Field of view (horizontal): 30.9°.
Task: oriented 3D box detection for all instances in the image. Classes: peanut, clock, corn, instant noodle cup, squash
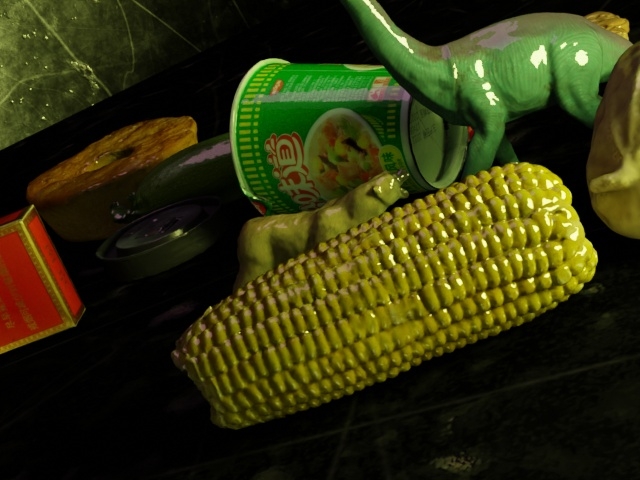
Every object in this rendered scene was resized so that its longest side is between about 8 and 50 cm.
[{"bbox_3d":[0.329,-0.118,1.025,0.143,0.159,0.291,19,38,28],"label":"peanut"},{"bbox_3d":[-0.209,-0.002,1.553,0.184,0.040,0.184,-20,18,7],"label":"clock"},{"bbox_3d":[0.050,0.048,0.935,0.344,0.131,0.131,-25,17,1],"label":"corn"},{"bbox_3d":[0.042,-0.123,1.381,0.232,0.207,0.207,0,27,33],"label":"instant noodle cup"},{"bbox_3d":[-0.128,-0.105,1.662,0.378,0.101,0.101,-22,17,10],"label":"squash"}]

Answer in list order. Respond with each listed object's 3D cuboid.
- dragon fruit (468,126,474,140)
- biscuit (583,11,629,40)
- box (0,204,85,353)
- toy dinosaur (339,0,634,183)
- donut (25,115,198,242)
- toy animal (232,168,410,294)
[{"bbox_3d":[0.149,-0.161,1.503,0.094,0.094,0.190,-29,7,-18],"label":"dragon fruit"},{"bbox_3d":[0.381,-0.295,1.700,0.162,0.035,0.250,-7,21,31],"label":"biscuit"},{"bbox_3d":[-0.434,0.071,1.432,0.239,0.153,0.074,-21,22,7],"label":"box"},{"bbox_3d":[0.197,-0.220,1.194,0.383,0.331,0.129,-25,20,0],"label":"toy dinosaur"},{"bbox_3d":[-0.316,-0.091,1.844,0.302,0.110,0.303,-20,20,8],"label":"donut"},{"bbox_3d":[0.000,0.000,1.177,0.218,0.101,0.103,-13,18,31],"label":"toy animal"}]
